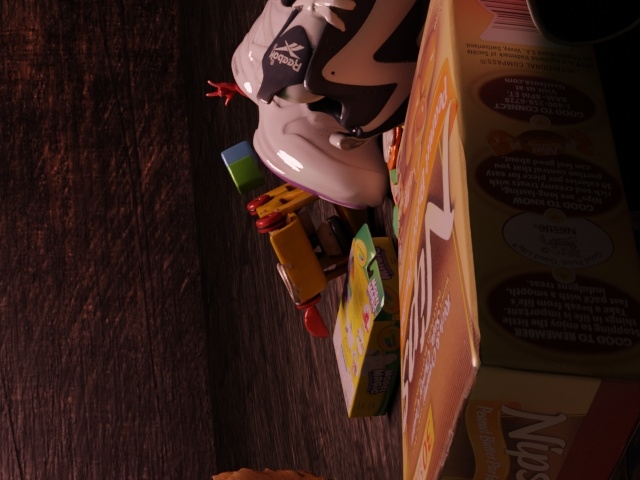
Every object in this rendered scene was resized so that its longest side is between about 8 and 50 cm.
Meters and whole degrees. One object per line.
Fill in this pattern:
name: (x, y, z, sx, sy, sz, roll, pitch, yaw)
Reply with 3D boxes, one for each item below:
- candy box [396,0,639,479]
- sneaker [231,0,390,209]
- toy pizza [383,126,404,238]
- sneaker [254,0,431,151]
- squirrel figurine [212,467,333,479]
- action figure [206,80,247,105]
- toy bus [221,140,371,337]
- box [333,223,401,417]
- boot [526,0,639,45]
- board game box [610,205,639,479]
candy box: (0.097, 0.003, 0.662, 0.183, 0.087, 0.316, 99, 176, -46)
sneaker: (-0.004, -0.154, 1.174, 0.152, 0.114, 0.305, -60, 38, 31)
toy pizza: (0.080, -0.072, 0.990, 0.201, 0.032, 0.201, 177, 90, -78)
sneaker: (0.006, -0.165, 0.821, 0.094, 0.153, 0.235, 38, 160, 54)
squirrel figurine: (-0.070, 0.413, 1.033, 0.397, 0.281, 0.370, -93, 9, -65)
action figure: (-0.057, -0.216, 1.373, 0.091, 0.139, 0.280, -104, 14, -47)
toy bus: (-0.004, -0.007, 1.216, 0.202, 0.104, 0.191, 62, 177, 30)
box: (0.049, 0.077, 1.150, 0.179, 0.043, 0.105, 98, 165, -48)
boot: (0.103, -0.234, 0.583, 0.244, 0.088, 0.176, 59, -159, -58)
board game box: (0.166, 0.101, 0.618, 0.136, 0.035, 0.201, -106, 18, -47)
